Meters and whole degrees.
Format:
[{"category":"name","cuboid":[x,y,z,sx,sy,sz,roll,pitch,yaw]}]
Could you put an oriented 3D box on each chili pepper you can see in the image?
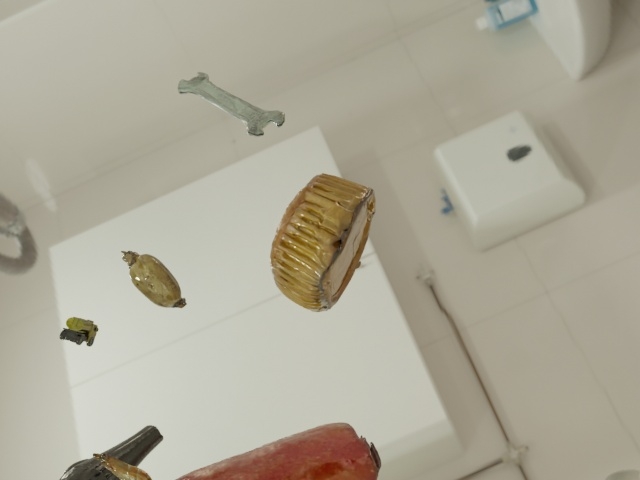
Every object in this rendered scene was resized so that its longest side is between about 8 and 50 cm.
[{"category":"chili pepper","cuboid":[-0.060,0.423,1.328,0.251,0.306,0.229,-137,35,-57]}]

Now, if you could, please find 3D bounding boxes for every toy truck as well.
[{"category":"toy truck","cuboid":[-0.506,0.191,1.845,0.083,0.049,0.054,46,-120,-76]}]

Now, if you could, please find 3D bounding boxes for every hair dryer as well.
[{"category":"hair dryer","cuboid":[-0.517,0.548,1.925,0.120,0.359,0.304,48,-137,1]}]

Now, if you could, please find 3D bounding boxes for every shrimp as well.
[{"category":"shrimp","cuboid":[-0.345,0.413,1.503,0.127,0.091,0.025,35,-160,6]}]

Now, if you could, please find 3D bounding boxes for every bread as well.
[{"category":"bread","cuboid":[0.000,0.001,1.222,0.104,0.199,0.199,23,173,13]}]

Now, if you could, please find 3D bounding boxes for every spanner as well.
[{"category":"spanner","cuboid":[-0.159,-0.240,1.512,0.302,0.071,0.017,35,156,46]}]

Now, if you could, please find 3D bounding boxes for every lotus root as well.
[{"category":"lotus root","cuboid":[-0.301,0.069,1.570,0.152,0.063,0.072,44,154,2]}]

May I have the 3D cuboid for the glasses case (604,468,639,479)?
[{"category":"glasses case","cuboid":[0.407,0.364,1.153,0.041,0.063,0.164,65,-156,-21]}]
